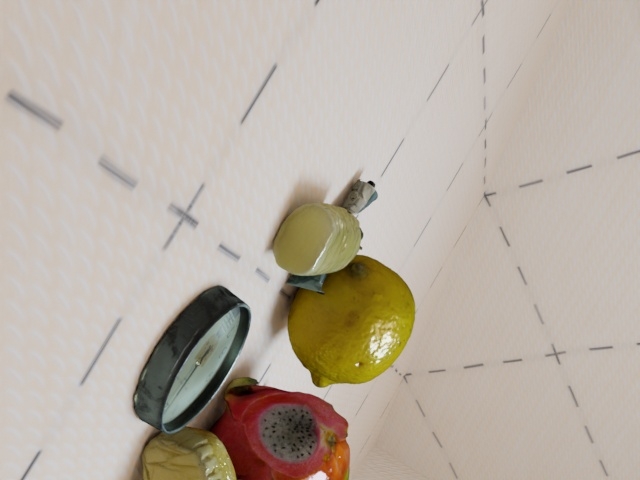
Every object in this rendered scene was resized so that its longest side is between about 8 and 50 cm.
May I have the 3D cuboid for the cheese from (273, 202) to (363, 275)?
[{"bbox_3d":[0.000,0.000,1.398,0.123,0.094,0.167,-51,165,11],"label":"cheese"}]

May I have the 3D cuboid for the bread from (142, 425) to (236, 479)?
[{"bbox_3d":[-0.201,0.402,1.338,0.106,0.140,0.236,-29,121,-66],"label":"bread"}]

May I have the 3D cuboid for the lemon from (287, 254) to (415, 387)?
[{"bbox_3d":[0.051,0.149,1.587,0.253,0.228,0.228,-55,167,18],"label":"lemon"}]

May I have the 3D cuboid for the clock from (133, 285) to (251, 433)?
[{"bbox_3d":[-0.179,0.174,1.242,0.226,0.049,0.226,-54,163,-25],"label":"clock"}]

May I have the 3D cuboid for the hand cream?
[{"bbox_3d":[0.033,-0.010,1.542,0.075,0.052,0.248,-5,-132,56],"label":"hand cream"}]

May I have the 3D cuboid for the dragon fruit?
[{"bbox_3d":[-0.079,0.375,1.494,0.290,0.290,0.189,-45,152,-43],"label":"dragon fruit"}]
